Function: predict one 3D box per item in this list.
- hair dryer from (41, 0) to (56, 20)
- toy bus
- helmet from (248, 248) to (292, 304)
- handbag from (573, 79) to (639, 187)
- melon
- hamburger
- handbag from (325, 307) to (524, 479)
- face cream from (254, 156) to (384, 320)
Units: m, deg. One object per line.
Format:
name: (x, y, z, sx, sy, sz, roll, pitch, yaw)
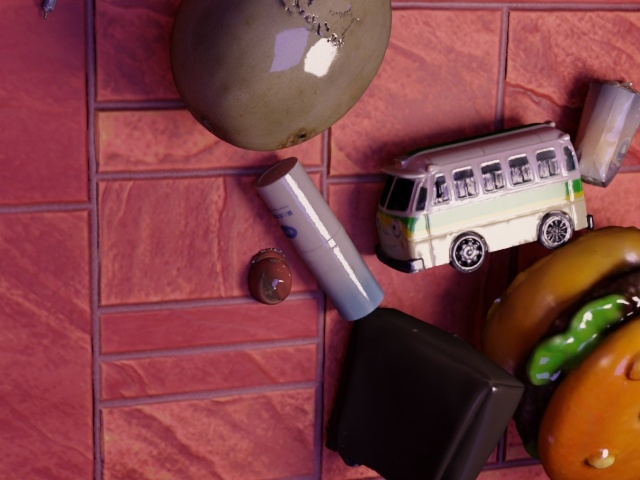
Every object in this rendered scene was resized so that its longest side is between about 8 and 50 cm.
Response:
hair dryer: (-0.338, -0.340, 1.593, 0.063, 0.037, 0.114, 17, 105, -24)
toy bus: (0.231, -0.064, 1.803, 0.305, 0.143, 0.179, -14, 105, -15)
helmet: (-0.069, 0.057, 1.776, 0.065, 0.049, 0.084, 0, 104, -18)
handbag: (0.437, -0.171, 1.871, 0.095, 0.117, 0.173, 22, 92, 13)
melon: (-0.044, -0.276, 1.585, 0.268, 0.268, 0.330, 44, 79, -23)
hamburger: (0.461, 0.197, 1.812, 0.396, 0.277, 0.396, -16, 134, -18)
handbag: (0.137, 0.254, 1.781, 0.113, 0.285, 0.257, 13, 102, -47)
face cream: (0.000, 0.000, 1.771, 0.077, 0.077, 0.250, -37, 111, -8)
